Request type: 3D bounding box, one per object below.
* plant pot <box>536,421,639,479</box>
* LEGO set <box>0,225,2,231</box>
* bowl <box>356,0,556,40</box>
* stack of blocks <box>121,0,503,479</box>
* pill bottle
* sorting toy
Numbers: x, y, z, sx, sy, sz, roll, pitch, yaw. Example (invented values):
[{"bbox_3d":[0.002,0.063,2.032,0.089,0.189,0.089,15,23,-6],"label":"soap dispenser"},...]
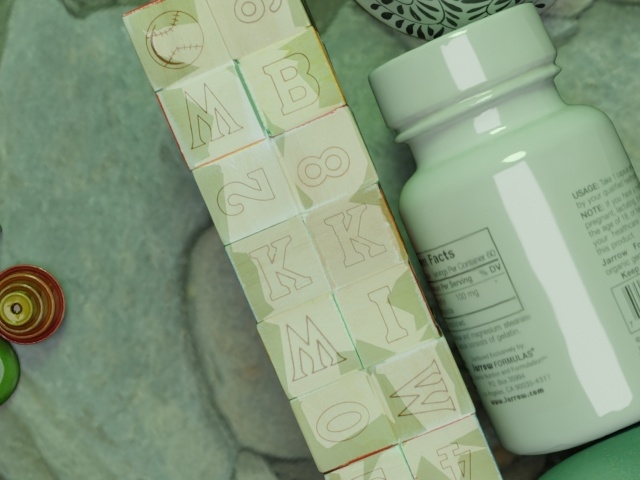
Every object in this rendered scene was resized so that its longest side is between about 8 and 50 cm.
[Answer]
[{"bbox_3d":[0.228,0.200,0.861,0.293,0.293,0.196,38,67,-1],"label":"plant pot"},{"bbox_3d":[-0.331,-0.072,0.884,0.255,0.192,0.331,-14,93,3],"label":"LEGO set"},{"bbox_3d":[0.081,-0.200,0.919,0.170,0.080,0.170,0,93,1],"label":"bowl"},{"bbox_3d":[0.000,0.000,0.889,0.087,0.171,0.297,-23,93,3],"label":"stack of blocks"},{"bbox_3d":[0.117,-0.008,0.903,0.131,0.131,0.229,-24,91,3],"label":"pill bottle"},{"bbox_3d":[-0.198,0.057,0.963,0.061,0.042,0.102,36,94,-1],"label":"sorting toy"}]
